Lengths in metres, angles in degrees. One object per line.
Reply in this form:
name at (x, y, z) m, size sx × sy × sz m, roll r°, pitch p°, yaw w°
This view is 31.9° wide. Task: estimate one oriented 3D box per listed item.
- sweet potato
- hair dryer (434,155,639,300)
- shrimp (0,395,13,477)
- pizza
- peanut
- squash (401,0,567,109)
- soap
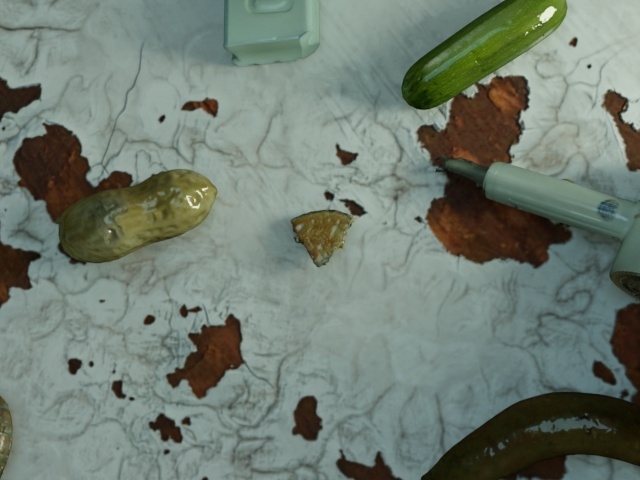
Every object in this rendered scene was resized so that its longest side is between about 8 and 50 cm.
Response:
sweet potato at (0.282, 0.219, 1.223) m, size 0.346 × 0.079 × 0.108 m, roll -1°, pitch 102°, yaw 10°
hair dryer at (0.295, -0.055, 1.296) m, size 0.357 × 0.107 × 0.173 m, roll 20°, pitch 76°, yaw 23°
shrimp at (-0.447, 0.290, 1.370) m, size 0.126 × 0.047 × 0.223 m, roll 4°, pitch 69°, yaw 20°
pizza at (0.000, 0.000, 1.372) m, size 0.083 × 0.025 × 0.078 m, roll 0°, pitch 69°, yaw 19°
peanut at (-0.231, -0.029, 1.402) m, size 0.214 × 0.099 × 0.099 m, roll -15°, pitch 71°, yaw 1°
squash at (0.203, -0.240, 1.379) m, size 0.239 × 0.069 × 0.069 m, roll -33°, pitch 70°, yaw 1°
soap at (-0.064, -0.335, 1.466) m, size 0.119 × 0.066 × 0.198 m, roll -4°, pitch 73°, yaw 13°
